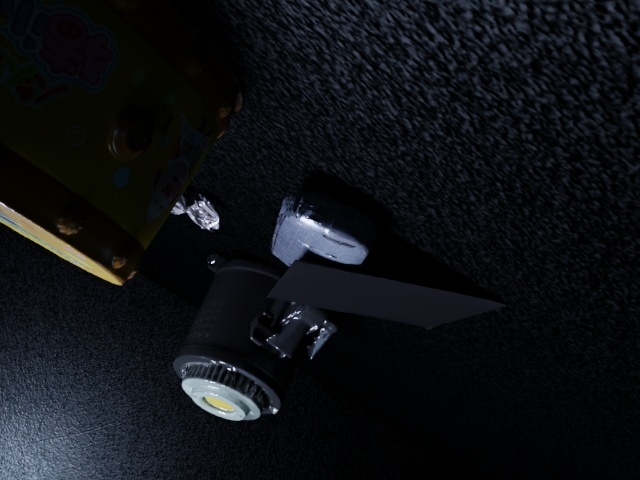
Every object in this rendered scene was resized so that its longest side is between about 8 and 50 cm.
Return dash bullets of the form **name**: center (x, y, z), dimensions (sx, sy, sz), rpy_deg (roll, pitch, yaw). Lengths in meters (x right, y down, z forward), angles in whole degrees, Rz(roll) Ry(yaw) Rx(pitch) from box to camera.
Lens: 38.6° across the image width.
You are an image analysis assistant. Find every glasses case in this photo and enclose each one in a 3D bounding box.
- **glasses case**: center (0.000, 0.000, 1.070), dimensions (0.109, 0.067, 0.282), rpy_deg (23, 169, -1)

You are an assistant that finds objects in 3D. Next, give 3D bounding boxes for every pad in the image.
- **pad**: center (0.065, 0.076, 1.185), dimensions (0.248, 0.007, 0.367), rpy_deg (12, 169, -5)

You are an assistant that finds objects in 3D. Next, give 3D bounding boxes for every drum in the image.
- **drum**: center (-0.303, -0.151, 0.845), dimensions (0.431, 0.214, 0.431), rpy_deg (29, 168, 6)

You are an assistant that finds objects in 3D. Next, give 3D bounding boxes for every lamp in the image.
- **lamp**: center (-0.139, 0.181, 1.632), dimensions (0.205, 0.272, 0.374), rpy_deg (38, 166, -23)

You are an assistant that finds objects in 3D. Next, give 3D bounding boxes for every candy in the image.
- **candy**: center (-0.248, -0.082, 1.369), dimensions (0.226, 0.051, 0.094), rpy_deg (28, 165, 10)
